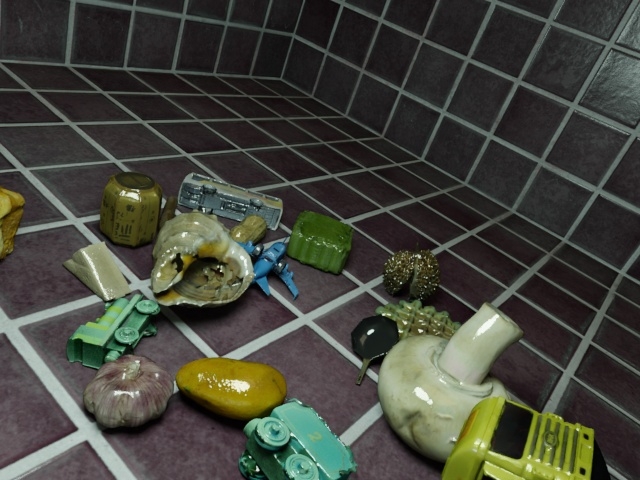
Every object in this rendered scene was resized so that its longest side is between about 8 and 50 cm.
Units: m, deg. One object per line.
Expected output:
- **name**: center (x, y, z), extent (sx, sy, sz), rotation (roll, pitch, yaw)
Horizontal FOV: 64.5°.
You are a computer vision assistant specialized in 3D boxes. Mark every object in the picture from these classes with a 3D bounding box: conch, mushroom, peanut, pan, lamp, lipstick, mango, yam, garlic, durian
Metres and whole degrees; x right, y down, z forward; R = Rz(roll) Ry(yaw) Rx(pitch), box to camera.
- **conch**: center (-0.304, 0.075, 1.254), extent (0.263, 0.186, 0.324), rotation (27, 42, -2)
- **mushroom**: center (0.301, 0.330, 1.161), extent (0.315, 0.315, 0.356), rotation (35, 65, 24)
- **peanut**: center (-0.223, -0.027, 1.583), extent (0.083, 0.093, 0.194), rotation (49, 25, -6)
- **pan**: center (0.123, 0.284, 1.319), extent (0.128, 0.048, 0.202), rotation (21, 56, 44)
- **lamp**: center (-0.513, -0.084, 1.379), extent (0.161, 0.185, 0.161), rotation (15, 27, -8)
- **lipstick**: center (0.189, 0.317, 1.325), extent (0.037, 0.037, 0.116), rotation (5, 35, -28)
- **mango**: center (-0.177, 0.293, 1.021), extent (0.227, 0.110, 0.147), rotation (13, 17, -16)
- **yam**: center (-0.455, -0.045, 1.502), extent (0.045, 0.045, 0.327), rotation (34, 21, -26)
- **garlic**: center (-0.353, 0.275, 0.945), extent (0.159, 0.102, 0.147), rotation (-2, 37, -37)
- **durian**: center (0.291, 0.098, 1.617), extent (0.195, 0.196, 0.167), rotation (19, 17, -4)

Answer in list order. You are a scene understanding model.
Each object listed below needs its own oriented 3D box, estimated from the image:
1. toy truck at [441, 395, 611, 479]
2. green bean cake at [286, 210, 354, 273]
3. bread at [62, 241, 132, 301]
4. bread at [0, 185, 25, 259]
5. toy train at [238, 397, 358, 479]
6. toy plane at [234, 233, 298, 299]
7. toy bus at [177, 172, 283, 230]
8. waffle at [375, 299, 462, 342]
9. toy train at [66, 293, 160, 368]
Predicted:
- **toy truck**: center (0.257, 0.438, 0.776), extent (0.253, 0.406, 0.180), rotation (21, 26, 21)
- **green bean cake**: center (0.000, 0.000, 1.665), extent (0.200, 0.113, 0.214), rotation (20, 28, -4)
- **bread**: center (-0.540, 0.089, 1.228), extent (0.077, 0.105, 0.152), rotation (-22, 82, -53)
- **bread**: center (-0.848, -0.074, 1.125), extent (0.343, 0.195, 0.149), rotation (21, 8, -1)
- **toy train**: center (-0.046, 0.401, 0.936), extent (0.162, 0.112, 0.203), rotation (-2, 36, -48)
- **toy plane**: center (-0.152, 0.058, 1.476), extent (0.254, 0.105, 0.271), rotation (37, 33, -1)
- **toy bus**: center (-0.296, -0.133, 1.709), extent (0.342, 0.097, 0.138), rotation (16, 26, -11)
- **waffle**: center (0.312, 0.283, 1.444), extent (0.291, 0.056, 0.309), rotation (4, 33, -30)
- **toy train**: center (-0.427, 0.185, 1.077), extent (0.132, 0.083, 0.200), rotation (14, 25, -1)
